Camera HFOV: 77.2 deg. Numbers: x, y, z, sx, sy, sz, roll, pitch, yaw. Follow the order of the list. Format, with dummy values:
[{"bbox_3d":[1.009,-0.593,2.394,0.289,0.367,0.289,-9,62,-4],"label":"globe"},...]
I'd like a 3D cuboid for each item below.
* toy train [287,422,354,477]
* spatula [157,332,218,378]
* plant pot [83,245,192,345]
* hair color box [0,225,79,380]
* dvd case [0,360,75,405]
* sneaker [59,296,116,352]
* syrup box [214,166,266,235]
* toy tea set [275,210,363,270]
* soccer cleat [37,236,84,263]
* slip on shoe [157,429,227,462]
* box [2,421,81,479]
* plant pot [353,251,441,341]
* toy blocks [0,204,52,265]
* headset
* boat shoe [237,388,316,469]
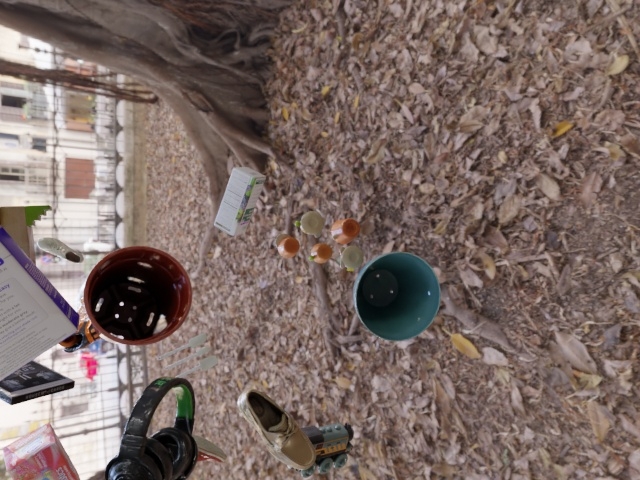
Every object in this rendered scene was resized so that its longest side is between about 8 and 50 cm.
[{"bbox_3d":[0.010,0.906,1.761,0.142,0.333,0.190,29,106,52],"label":"toy train"},{"bbox_3d":[-0.630,0.566,1.907,0.168,0.242,0.019,68,160,-3],"label":"spatula"},{"bbox_3d":[-0.550,0.187,1.176,0.265,0.272,0.273,-32,63,51],"label":"plant pot"},{"bbox_3d":[-0.638,0.082,0.735,0.110,0.185,0.339,19,140,58],"label":"hair color box"},{"bbox_3d":[-0.906,0.424,1.218,0.238,0.179,0.030,11,92,25],"label":"dvd case"},{"bbox_3d":[-0.876,0.296,1.456,0.321,0.180,0.125,6,118,46],"label":"sneaker"},{"bbox_3d":[-0.297,-0.144,1.475,0.096,0.093,0.237,28,109,13],"label":"syrup box"},{"bbox_3d":[0.000,0.000,1.485,0.124,0.335,0.200,157,121,-70],"label":"toy tea set"},{"bbox_3d":[-1.155,0.044,1.788,0.076,0.196,0.068,12,72,61],"label":"soccer cleat"},{"bbox_3d":[-0.543,0.874,1.663,0.123,0.331,0.101,2,66,57],"label":"slip on shoe"},{"bbox_3d":[-0.996,0.846,1.456,0.142,0.154,0.300,18,124,46],"label":"box"},{"bbox_3d":[0.236,0.179,1.383,0.195,0.290,0.291,-172,82,-80],"label":"plant pot"},{"bbox_3d":[-0.815,0.061,0.895,0.190,0.381,0.261,-1,94,62],"label":"toy blocks"},{"bbox_3d":[-0.359,0.528,0.934,0.243,0.185,0.395,57,-141,-73],"label":"headset"},{"bbox_3d":[-0.143,0.639,1.353,0.341,0.122,0.110,42,146,1],"label":"boat shoe"}]
